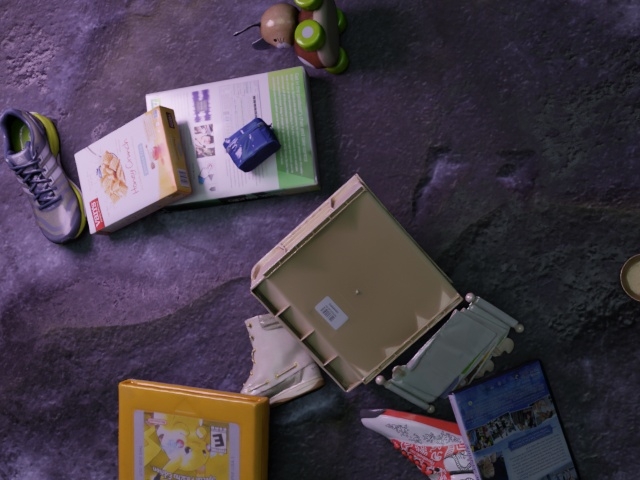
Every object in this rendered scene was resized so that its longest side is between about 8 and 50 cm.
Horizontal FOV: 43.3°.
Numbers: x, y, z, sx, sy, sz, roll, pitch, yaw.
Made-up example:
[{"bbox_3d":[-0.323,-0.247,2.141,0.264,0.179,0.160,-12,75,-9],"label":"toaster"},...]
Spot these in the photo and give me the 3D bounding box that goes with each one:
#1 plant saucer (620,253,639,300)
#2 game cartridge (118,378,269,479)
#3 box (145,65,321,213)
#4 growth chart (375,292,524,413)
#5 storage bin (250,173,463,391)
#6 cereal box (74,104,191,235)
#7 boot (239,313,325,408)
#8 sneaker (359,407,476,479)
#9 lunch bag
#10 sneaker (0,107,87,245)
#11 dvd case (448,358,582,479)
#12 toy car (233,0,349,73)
[{"bbox_3d":[0.553,0.064,1.373,0.083,0.015,0.083,-2,81,11],"label":"plant saucer"},{"bbox_3d":[-0.230,0.420,1.423,0.285,0.052,0.324,3,94,20],"label":"game cartridge"},{"bbox_3d":[-0.168,-0.189,1.538,0.321,0.058,0.232,-8,81,12],"label":"box"},{"bbox_3d":[0.226,0.197,1.365,0.237,0.172,0.021,-45,35,6],"label":"growth chart"},{"bbox_3d":[0.057,0.075,1.373,0.260,0.123,0.262,-41,101,4],"label":"storage bin"},{"bbox_3d":[-0.359,-0.128,1.529,0.240,0.047,0.173,-23,75,29],"label":"cereal box"},{"bbox_3d":[-0.114,0.224,1.459,0.213,0.077,0.165,-22,77,7],"label":"boot"},{"bbox_3d":[0.187,0.373,1.364,0.270,0.090,0.145,10,78,10],"label":"sneaker"},{"bbox_3d":[-0.124,-0.178,1.462,0.098,0.067,0.065,-37,78,3],"label":"lunch bag"},{"bbox_3d":[-0.555,-0.127,1.573,0.111,0.121,0.300,-29,78,7],"label":"sneaker"},{"bbox_3d":[0.326,0.341,1.322,0.180,0.022,0.253,-16,86,-21],"label":"dvd case"},{"bbox_3d":[-0.061,-0.382,1.500,0.188,0.155,0.149,-6,81,20],"label":"toy car"}]
